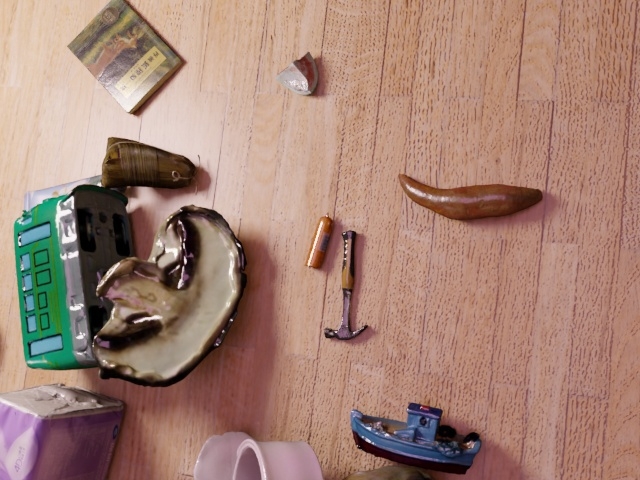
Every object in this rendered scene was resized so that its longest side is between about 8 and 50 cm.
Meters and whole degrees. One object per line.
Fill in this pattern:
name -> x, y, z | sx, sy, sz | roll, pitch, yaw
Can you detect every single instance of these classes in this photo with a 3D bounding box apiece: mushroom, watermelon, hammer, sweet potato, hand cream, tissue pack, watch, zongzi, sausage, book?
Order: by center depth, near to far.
watch -> -0.103, 0.416, 1.148 | 0.195, 0.231, 0.244 | 5, 58, -22
sweet potato -> 0.254, -0.073, 1.216 | 0.255, 0.058, 0.078 | 6, 68, 19
mushroom -> -0.276, 0.107, 1.268 | 0.247, 0.130, 0.345 | 20, 69, -11
hammer -> 0.053, 0.082, 1.269 | 0.078, 0.021, 0.201 | 3, 85, 16
tissue pack -> -0.520, 0.443, 1.273 | 0.160, 0.242, 0.339 | 13, 86, 20
sausage -> 0.000, 0.000, 1.291 | 0.031, 0.031, 0.107 | 17, 86, 17
watermelon -> -0.041, -0.318, 1.326 | 0.085, 0.061, 0.085 | -6, 73, 20
zongzi -> -0.341, -0.165, 1.402 | 0.187, 0.184, 0.084 | 4, 118, -16
hand cream -> -0.518, -0.086, 1.445 | 0.255, 0.055, 0.088 | -13, 75, 21
book -> -0.413, -0.392, 1.464 | 0.160, 0.024, 0.228 | -44, 73, 4

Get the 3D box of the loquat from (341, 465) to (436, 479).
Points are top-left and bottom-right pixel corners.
loquat -> 0.105, 0.461, 1.130 | 0.227, 0.179, 0.179 | -20, 78, 17

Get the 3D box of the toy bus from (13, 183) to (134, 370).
toy bus -> -0.470, 0.082, 1.338 | 0.199, 0.183, 0.344 | -13, 78, 20

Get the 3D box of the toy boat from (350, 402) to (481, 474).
toy boat -> 0.157, 0.321, 1.167 | 0.223, 0.100, 0.097 | 9, 95, 15
